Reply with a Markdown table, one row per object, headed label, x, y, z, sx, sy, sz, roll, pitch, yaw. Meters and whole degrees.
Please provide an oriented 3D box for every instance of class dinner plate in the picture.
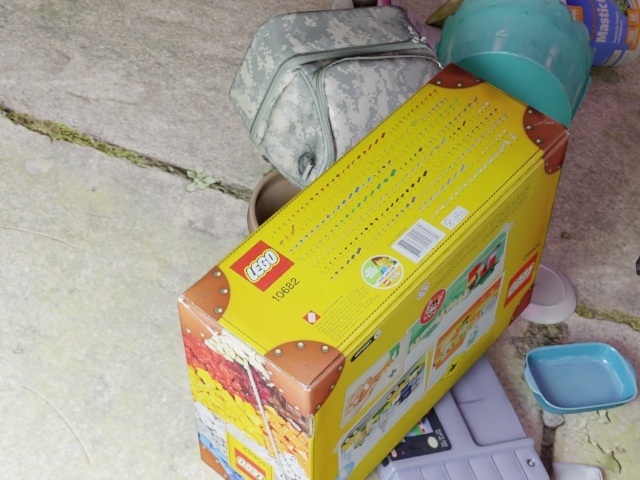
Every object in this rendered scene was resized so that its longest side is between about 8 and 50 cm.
| label | x | y | z | sx | sy | sz | roll | pitch | yaw |
| --- | --- | --- | --- | --- | --- | --- | --- | --- | --- |
| dinner plate | 0.348 | 0.075 | 1.934 | 0.141 | 0.017 | 0.141 | 8 | 46 | -9 |

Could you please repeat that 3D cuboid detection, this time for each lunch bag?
| label | x | y | z | sx | sy | sz | roll | pitch | yaw |
| --- | --- | --- | --- | --- | --- | --- | --- | --- | --- |
| lunch bag | 0.053 | -0.201 | 1.825 | 0.305 | 0.212 | 0.256 | -10 | 60 | -35 |

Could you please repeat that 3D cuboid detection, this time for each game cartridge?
| label | x | y | z | sx | sy | sz | roll | pitch | yaw |
| --- | --- | --- | --- | --- | --- | --- | --- | --- | --- |
| game cartridge | 0.151 | 0.219 | 1.706 | 0.230 | 0.068 | 0.355 | -3 | 50 | -26 |

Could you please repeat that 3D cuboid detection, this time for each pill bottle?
| label | x | y | z | sx | sy | sz | roll | pitch | yaw |
| --- | --- | --- | --- | --- | --- | --- | --- | --- | --- |
| pill bottle | 0.481 | -0.417 | 2.339 | 0.272 | 0.152 | 0.152 | 0 | 49 | -19 |

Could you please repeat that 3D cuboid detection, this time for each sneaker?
| label | x | y | z | sx | sy | sz | roll | pitch | yaw |
| --- | --- | --- | --- | --- | --- | --- | --- | --- | --- |
| sneaker | 0.126 | -0.400 | 2.233 | 0.252 | 0.111 | 0.103 | 9 | 46 | -10 |

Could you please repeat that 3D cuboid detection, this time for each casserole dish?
| label | x | y | z | sx | sy | sz | roll | pitch | yaw |
| --- | --- | --- | --- | --- | --- | --- | --- | --- | --- |
| casserole dish | 0.386 | 0.211 | 1.805 | 0.188 | 0.037 | 0.114 | -3 | 49 | -22 |

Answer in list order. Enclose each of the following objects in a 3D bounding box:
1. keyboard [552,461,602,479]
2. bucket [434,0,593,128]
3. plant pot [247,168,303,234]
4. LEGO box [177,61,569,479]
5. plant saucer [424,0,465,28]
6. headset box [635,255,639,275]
| label | x | y | z | sx | sy | sz | roll | pitch | yaw |
| --- | --- | --- | --- | --- | --- | --- | --- | --- | --- |
| keyboard | 0.369 | 0.414 | 1.630 | 0.072 | 0.014 | 0.256 | 4 | 47 | -8 |
| bucket | 0.325 | -0.276 | 2.082 | 0.281 | 0.281 | 0.183 | 21 | 47 | 1 |
| plant pot | 0.000 | 0.000 | 1.821 | 0.237 | 0.110 | 0.237 | 9 | 46 | -9 |
| LEGO box | 0.075 | 0.075 | 1.517 | 0.193 | 0.372 | 0.500 | 34 | 58 | 24 |
| plant saucer | 0.311 | -0.470 | 2.309 | 0.037 | 0.241 | 0.241 | 55 | 47 | -12 |
| headset box | 0.572 | 0.028 | 2.003 | 0.062 | 0.083 | 0.032 | 15 | 45 | -6 |
